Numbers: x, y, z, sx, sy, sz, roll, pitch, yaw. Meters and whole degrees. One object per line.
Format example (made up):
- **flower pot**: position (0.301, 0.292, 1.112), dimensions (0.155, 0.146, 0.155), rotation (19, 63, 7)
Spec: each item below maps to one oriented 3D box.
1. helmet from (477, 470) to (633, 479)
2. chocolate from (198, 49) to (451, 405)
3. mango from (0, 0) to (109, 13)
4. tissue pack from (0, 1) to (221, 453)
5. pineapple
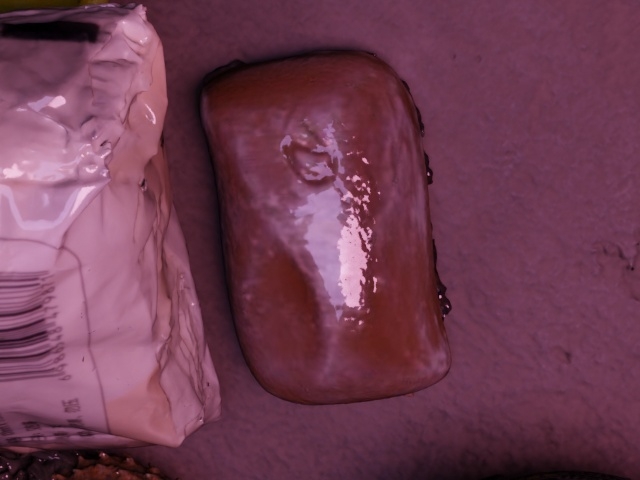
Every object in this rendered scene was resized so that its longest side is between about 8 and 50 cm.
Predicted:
- **helmet**: position (0.168, 0.258, 1.016), dimensions (0.279, 0.160, 0.230), rotation (9, 101, 24)
- **chocolate**: position (0.000, -0.001, 1.040), dimensions (0.161, 0.083, 0.261), rotation (-10, 99, 14)
- **mango**: position (-0.262, -0.278, 0.979), dimensions (0.225, 0.201, 0.382), rotation (-16, 97, 23)
- **tissue pack**: position (-0.258, 0.024, 0.949), dimensions (0.390, 0.195, 0.375), rotation (1, 140, -3)
- **pineapple**: position (-0.185, 0.191, 1.105), dimensions (0.198, 0.108, 0.108), rotation (25, 104, 16)
